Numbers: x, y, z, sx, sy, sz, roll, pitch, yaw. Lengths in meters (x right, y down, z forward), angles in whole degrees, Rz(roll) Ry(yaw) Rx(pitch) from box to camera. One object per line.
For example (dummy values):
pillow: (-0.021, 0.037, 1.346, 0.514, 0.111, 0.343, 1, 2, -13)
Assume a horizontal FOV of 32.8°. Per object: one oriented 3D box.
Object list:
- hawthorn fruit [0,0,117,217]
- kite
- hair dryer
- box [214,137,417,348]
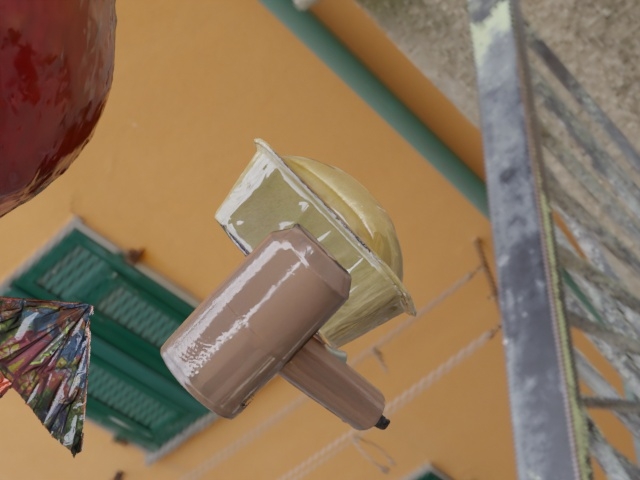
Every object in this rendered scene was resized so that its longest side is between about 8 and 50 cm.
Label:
hawthorn fruit: (-0.218, -0.097, 0.418, 0.287, 0.287, 0.330, -46, 32, 8)
kite: (-0.296, 0.117, 1.085, 0.009, 0.232, 0.189, -11, 29, 46)
hair dryer: (-0.004, 0.076, 0.694, 0.117, 0.181, 0.064, -46, 42, 3)
box: (0.000, 0.000, 0.823, 0.111, 0.111, 0.177, -47, 70, 6)
